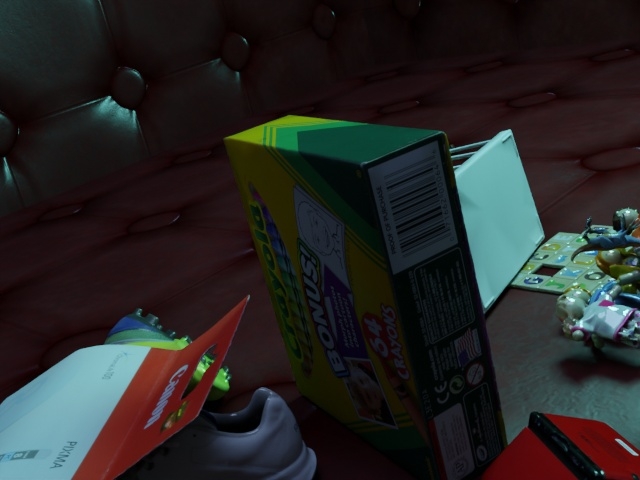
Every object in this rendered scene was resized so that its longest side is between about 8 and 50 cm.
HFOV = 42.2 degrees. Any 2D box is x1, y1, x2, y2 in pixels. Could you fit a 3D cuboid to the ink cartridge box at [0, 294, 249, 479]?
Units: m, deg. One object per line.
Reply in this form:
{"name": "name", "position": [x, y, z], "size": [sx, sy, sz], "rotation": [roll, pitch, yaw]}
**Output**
{"name": "ink cartridge box", "position": [-0.274, 0.197, 0.954], "size": [0.385, 0.091, 0.308], "rotation": [-36, 12, 16]}

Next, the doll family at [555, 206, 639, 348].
{"name": "doll family", "position": [0.399, 0.066, 1.066], "size": [0.163, 0.118, 0.263], "rotation": [13, 50, 42]}

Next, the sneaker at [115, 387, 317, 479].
{"name": "sneaker", "position": [-0.156, 0.247, 0.885], "size": [0.297, 0.129, 0.111], "rotation": [-21, 22, -16]}

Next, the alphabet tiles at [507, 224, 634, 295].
{"name": "alphabet tiles", "position": [0.416, 0.027, 1.279], "size": [0.237, 0.009, 0.198], "rotation": [-30, 24, -37]}

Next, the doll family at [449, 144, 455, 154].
{"name": "doll family", "position": [0.265, -0.213, 1.974], "size": [0.111, 0.076, 0.193], "rotation": [-16, 15, 10]}

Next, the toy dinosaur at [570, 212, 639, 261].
{"name": "toy dinosaur", "position": [0.374, -0.002, 1.046], "size": [0.082, 0.090, 0.047], "rotation": [24, 34, 7]}

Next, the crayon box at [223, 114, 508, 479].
{"name": "crayon box", "position": [0.042, 0.053, 0.930], "size": [0.106, 0.362, 0.313], "rotation": [-24, 21, -25]}

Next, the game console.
{"name": "game console", "position": [0.238, 0.229, 0.785], "size": [0.124, 0.085, 0.144], "rotation": [10, 10, -10]}

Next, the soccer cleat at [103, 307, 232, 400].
{"name": "soccer cleat", "position": [-0.231, 0.190, 1.209], "size": [0.289, 0.093, 0.121], "rotation": [18, 67, 50]}

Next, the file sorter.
{"name": "file sorter", "position": [0.203, -0.026, 1.299], "size": [0.173, 0.192, 0.278], "rotation": [-10, 18, 38]}
